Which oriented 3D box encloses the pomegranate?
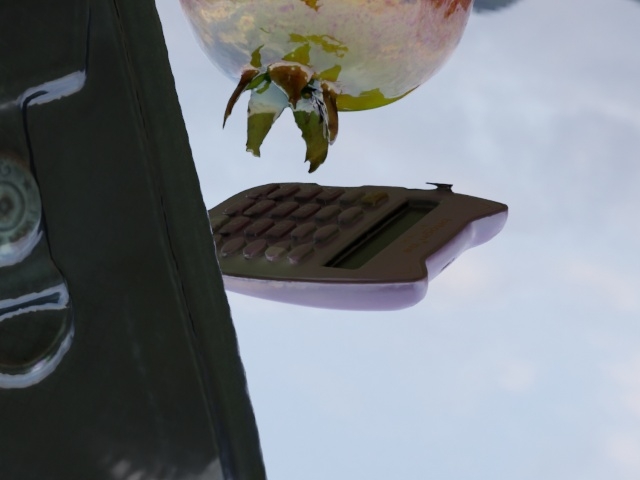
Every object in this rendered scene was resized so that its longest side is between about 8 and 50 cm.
[{"bbox_3d":[0.001,-0.177,1.169,0.221,0.256,0.221,13,169,3],"label":"pomegranate"}]

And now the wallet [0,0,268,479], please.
[{"bbox_3d":[-0.100,0.010,0.536,0.052,0.245,0.168,-4,-167,46],"label":"wallet"}]

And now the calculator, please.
[{"bbox_3d":[0.000,0.001,1.416,0.294,0.043,0.194,7,-150,35],"label":"calculator"}]
